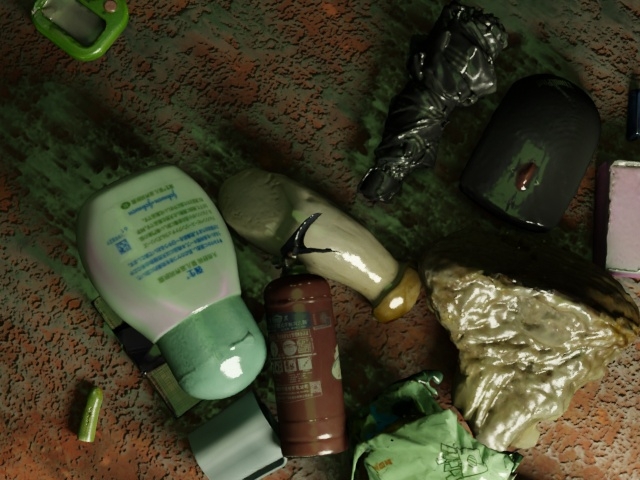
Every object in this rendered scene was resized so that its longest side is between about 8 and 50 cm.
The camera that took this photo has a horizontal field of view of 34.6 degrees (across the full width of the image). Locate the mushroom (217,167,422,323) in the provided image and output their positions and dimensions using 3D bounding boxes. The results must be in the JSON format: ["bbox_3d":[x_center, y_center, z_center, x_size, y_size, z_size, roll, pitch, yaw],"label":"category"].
[{"bbox_3d":[0.000,0.000,1.580,0.350,0.128,0.128,34,83,-2],"label":"mushroom"}]

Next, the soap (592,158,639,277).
[{"bbox_3d":[0.566,-0.027,1.614,0.259,0.081,0.181,3,84,-2],"label":"soap"}]

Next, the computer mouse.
[{"bbox_3d":[0.340,-0.150,1.597,0.170,0.100,0.269,27,74,8],"label":"computer mouse"}]

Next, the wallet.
[{"bbox_3d":[-0.243,0.151,1.593,0.124,0.042,0.230,-37,87,-8],"label":"wallet"}]

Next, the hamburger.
[{"bbox_3d":[0.128,0.342,1.473,0.276,0.150,0.261,44,111,21],"label":"hamburger"}]

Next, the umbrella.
[{"bbox_3d":[0.182,-0.203,1.613,0.154,0.128,0.337,19,89,17],"label":"umbrella"}]

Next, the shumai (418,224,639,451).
[{"bbox_3d":[0.296,0.150,1.565,0.345,0.217,0.283,12,114,-5],"label":"shumai"}]

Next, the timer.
[{"bbox_3d":[-0.386,-0.362,1.650,0.140,0.047,0.128,37,82,3],"label":"timer"}]

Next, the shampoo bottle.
[{"bbox_3d":[-0.206,0.071,1.518,0.221,0.151,0.350,-26,80,-32],"label":"shampoo bottle"}]

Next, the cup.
[{"bbox_3d":[-0.114,0.312,1.553,0.129,0.095,0.128,-32,120,-1],"label":"cup"}]

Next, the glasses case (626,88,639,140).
[{"bbox_3d":[0.512,-0.203,1.658,0.023,0.033,0.083,6,83,-11],"label":"glasses case"}]

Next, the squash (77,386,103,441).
[{"bbox_3d":[-0.354,0.266,1.583,0.027,0.027,0.083,10,82,0],"label":"squash"}]

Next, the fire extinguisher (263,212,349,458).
[{"bbox_3d":[-0.013,0.135,1.490,0.138,0.102,0.344,-9,86,38],"label":"fire extinguisher"}]
